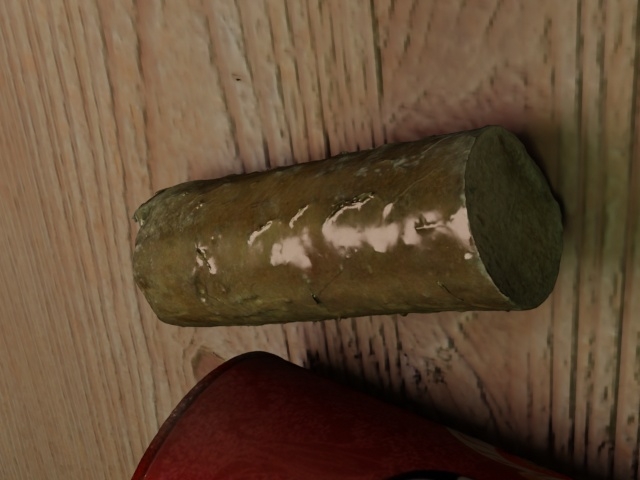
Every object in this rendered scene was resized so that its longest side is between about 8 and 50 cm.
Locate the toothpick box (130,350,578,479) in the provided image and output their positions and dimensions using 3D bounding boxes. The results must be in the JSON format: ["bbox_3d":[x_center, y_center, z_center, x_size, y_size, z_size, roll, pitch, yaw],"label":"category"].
[{"bbox_3d":[0.071,0.210,0.631,0.333,0.204,0.204,20,131,27],"label":"toothpick box"}]

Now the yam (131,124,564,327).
[{"bbox_3d":[0.000,0.000,0.610,0.259,0.093,0.093,-7,116,42],"label":"yam"}]
